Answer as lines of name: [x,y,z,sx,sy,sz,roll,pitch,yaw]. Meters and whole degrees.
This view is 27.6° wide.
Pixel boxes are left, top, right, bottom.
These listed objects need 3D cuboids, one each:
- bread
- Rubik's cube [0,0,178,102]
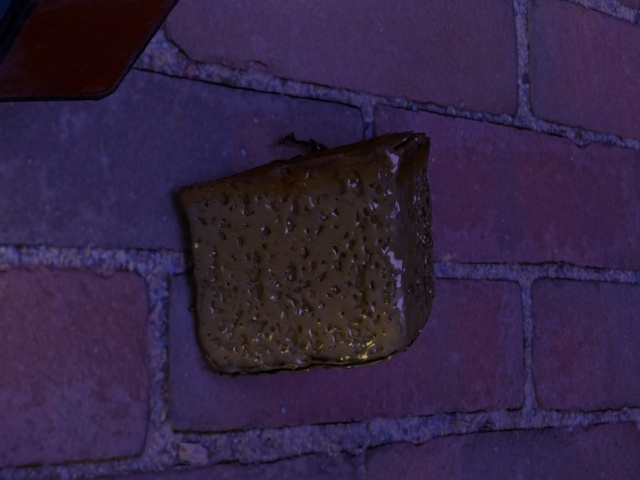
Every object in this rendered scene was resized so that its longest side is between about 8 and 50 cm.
bread: [0.000,0.000,1.456,0.315,0.279,0.248,-62,144,-85]
Rubik's cube: [-0.271,-0.310,0.973,0.318,0.313,0.316,-7,61,-44]
